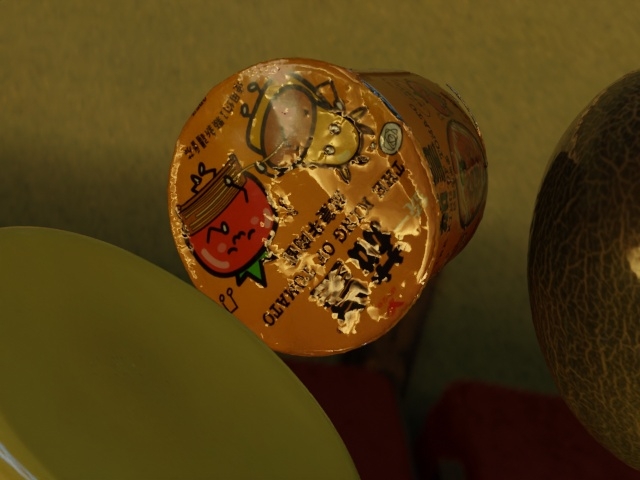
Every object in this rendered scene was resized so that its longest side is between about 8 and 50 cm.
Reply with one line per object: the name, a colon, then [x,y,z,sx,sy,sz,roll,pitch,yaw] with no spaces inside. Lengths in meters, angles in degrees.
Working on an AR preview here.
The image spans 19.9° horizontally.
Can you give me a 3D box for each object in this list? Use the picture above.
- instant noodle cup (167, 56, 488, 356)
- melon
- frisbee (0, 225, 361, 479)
instant noodle cup: [0.020,-0.037,1.359,0.215,0.172,0.216,6,104,26]
melon: [0.265,0.025,1.297,0.237,0.237,0.302,-3,109,-6]
frisbee: [-0.068,0.075,0.785,0.236,0.236,0.017,30,115,-21]
